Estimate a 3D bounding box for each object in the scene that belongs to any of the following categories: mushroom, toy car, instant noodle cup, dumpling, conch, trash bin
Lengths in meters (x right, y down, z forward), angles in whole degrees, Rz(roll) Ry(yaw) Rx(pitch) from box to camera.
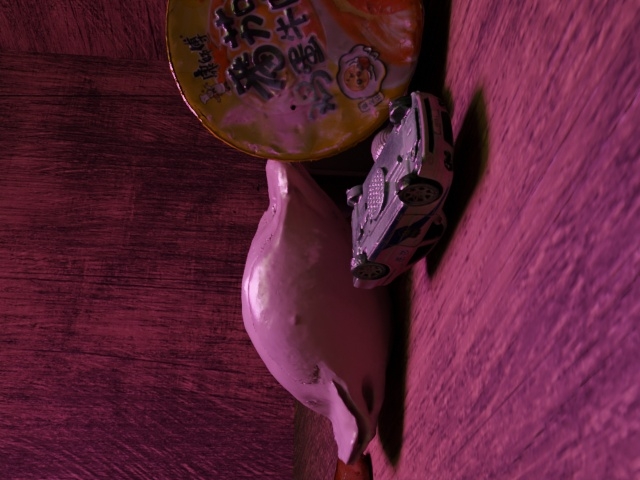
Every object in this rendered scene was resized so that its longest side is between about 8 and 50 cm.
[{"bbox_3d":[0.040,0.347,1.076,0.123,0.052,0.123,-174,90,-83],"label":"mushroom"},{"bbox_3d":[0.077,-0.036,0.704,0.224,0.076,0.090,116,157,-57],"label":"toy car"},{"bbox_3d":[-0.013,-0.214,0.854,0.200,0.264,0.264,-29,-57,-78],"label":"instant noodle cup"},{"bbox_3d":[-0.010,0.081,0.972,0.341,0.181,0.260,51,171,2],"label":"dumpling"},{"bbox_3d":[0.087,-0.101,0.753,0.085,0.057,0.076,-28,37,62],"label":"conch"},{"bbox_3d":[0.031,-0.115,1.089,0.240,0.122,0.164,99,174,-70],"label":"trash bin"}]

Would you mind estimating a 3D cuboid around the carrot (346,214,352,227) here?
[{"bbox_3d":[0.057,0.056,1.072,0.061,0.061,0.209,-92,2,-47],"label":"carrot"}]
